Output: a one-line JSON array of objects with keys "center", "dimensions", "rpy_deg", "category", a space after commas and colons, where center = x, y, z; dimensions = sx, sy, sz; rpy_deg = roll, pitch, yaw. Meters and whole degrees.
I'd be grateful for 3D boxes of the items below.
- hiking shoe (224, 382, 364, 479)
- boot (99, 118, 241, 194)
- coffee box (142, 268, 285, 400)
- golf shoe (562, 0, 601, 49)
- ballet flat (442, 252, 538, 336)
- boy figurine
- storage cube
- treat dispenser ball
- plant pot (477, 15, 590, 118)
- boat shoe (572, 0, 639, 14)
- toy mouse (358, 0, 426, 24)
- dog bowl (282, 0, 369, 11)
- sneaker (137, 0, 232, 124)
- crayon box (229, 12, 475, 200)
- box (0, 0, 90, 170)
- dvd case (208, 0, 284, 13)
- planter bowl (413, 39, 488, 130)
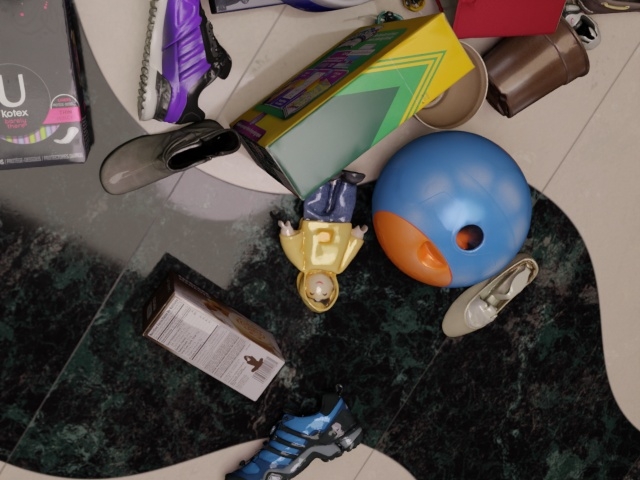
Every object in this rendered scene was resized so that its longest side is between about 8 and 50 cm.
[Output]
[{"center": [-0.067, 0.416, 1.402], "dimensions": [0.304, 0.113, 0.132], "rpy_deg": [-25, 79, -2], "category": "hiking shoe"}, {"center": [-0.262, -0.142, 1.155], "dimensions": [0.247, 0.161, 0.083], "rpy_deg": [-26, 109, -8], "category": "boot"}, {"center": [-0.201, 0.174, 1.266], "dimensions": [0.246, 0.141, 0.098], "rpy_deg": [36, 93, -20], "category": "coffee box"}, {"center": [0.501, -0.400, 1.318], "dimensions": [0.186, 0.086, 0.067], "rpy_deg": [9, 133, -47], "category": "golf shoe"}, {"center": [0.363, 0.120, 1.442], "dimensions": [0.248, 0.086, 0.086], "rpy_deg": [-43, 111, -1], "category": "ballet flat"}, {"center": [0.000, 0.000, 1.306], "dimensions": [0.177, 0.092, 0.285], "rpy_deg": [9, 98, -20], "category": "boy figurine"}, {"center": [0.309, -0.479, 1.166], "dimensions": [0.193, 0.183, 0.215], "rpy_deg": [-4, 144, -5], "category": "storage cube"}, {"center": [0.238, -0.057, 1.250], "dimensions": [0.288, 0.288, 0.288], "rpy_deg": [-4, 105, -15], "category": "treat dispenser ball"}, {"center": [0.389, -0.331, 1.298], "dimensions": [0.165, 0.167, 0.167], "rpy_deg": [-37, 111, 3], "category": "plant pot"}, {"center": [0.655, -0.512, 1.353], "dimensions": [0.324, 0.097, 0.116], "rpy_deg": [-11, 107, -13], "category": "boat shoe"}, {"center": [0.121, -0.433, 1.251], "dimensions": [0.143, 0.031, 0.161], "rpy_deg": [-35, 104, -14], "category": "toy mouse"}, {"center": [0.009, -0.517, 1.125], "dimensions": [0.265, 0.104, 0.264], "rpy_deg": [-6, 101, -33], "category": "dog bowl"}, {"center": [-0.218, -0.338, 1.158], "dimensions": [0.146, 0.102, 0.293], "rpy_deg": [8, 107, -21], "category": "sneaker"}, {"center": [0.027, -0.226, 1.108], "dimensions": [0.313, 0.363, 0.106], "rpy_deg": [-37, 111, -4], "category": "crayon box"}, {"center": [-0.466, -0.256, 1.078], "dimensions": [0.165, 0.143, 0.270], "rpy_deg": [-8, 105, -14], "category": "box"}, {"center": [-0.092, -0.487, 1.145], "dimensions": [0.239, 0.030, 0.179], "rpy_deg": [-20, 110, -32], "category": "dvd case"}, {"center": [0.215, -0.293, 1.279], "dimensions": [0.162, 0.109, 0.162], "rpy_deg": [-4, 105, -15], "category": "planter bowl"}]
